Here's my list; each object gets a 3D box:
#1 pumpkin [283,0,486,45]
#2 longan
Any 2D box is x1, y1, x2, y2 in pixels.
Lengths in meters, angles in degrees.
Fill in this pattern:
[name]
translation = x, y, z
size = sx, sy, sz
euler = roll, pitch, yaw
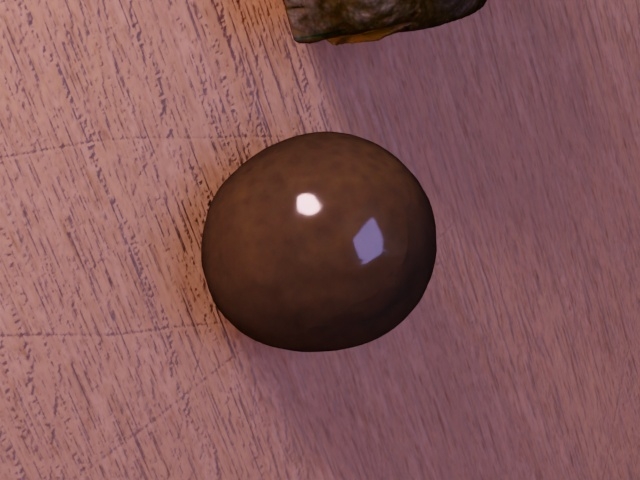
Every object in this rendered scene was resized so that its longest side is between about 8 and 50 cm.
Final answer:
[pumpkin]
translation = 0.068, -0.354, 1.488
size = 0.303, 0.256, 0.225
euler = -18, 110, -22
[longan]
translation = 0.000, 0.000, 1.485
size = 0.258, 0.258, 0.258
euler = -5, 98, -40
